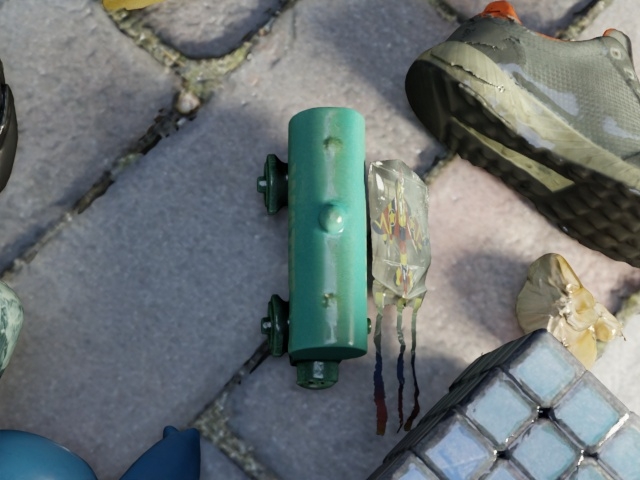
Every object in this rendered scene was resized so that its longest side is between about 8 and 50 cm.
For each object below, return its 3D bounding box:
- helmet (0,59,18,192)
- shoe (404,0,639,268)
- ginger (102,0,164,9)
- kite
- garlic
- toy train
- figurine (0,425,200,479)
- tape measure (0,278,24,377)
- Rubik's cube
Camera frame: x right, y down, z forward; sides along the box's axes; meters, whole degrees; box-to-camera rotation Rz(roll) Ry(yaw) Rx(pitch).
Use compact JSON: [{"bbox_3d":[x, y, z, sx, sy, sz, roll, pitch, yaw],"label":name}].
[{"bbox_3d":[-0.390,-0.140,1.060,0.230,0.160,0.279,-30,86,-14],"label":"helmet"},{"bbox_3d":[0.255,-0.110,1.132,0.336,0.132,0.171,34,67,8],"label":"shoe"},{"bbox_3d":[-0.134,-0.315,1.156,0.193,0.123,0.115,-20,58,-14],"label":"ginger"},{"bbox_3d":[0.070,0.048,1.082,0.015,0.141,0.245,-1,83,30],"label":"kite"},{"bbox_3d":[0.215,0.068,1.100,0.074,0.094,0.113,-24,82,32],"label":"garlic"},{"bbox_3d":[0.000,0.000,1.062,0.101,0.159,0.248,1,75,-8],"label":"toy train"},{"bbox_3d":[-0.136,0.315,0.965,0.416,0.243,0.298,31,85,25],"label":"figurine"},{"bbox_3d":[-0.378,0.051,0.964,0.275,0.256,0.147,32,79,-34],"label":"tape measure"},{"bbox_3d":[0.154,0.239,0.970,0.237,0.238,0.237,44,79,7],"label":"Rubik's cube"}]
